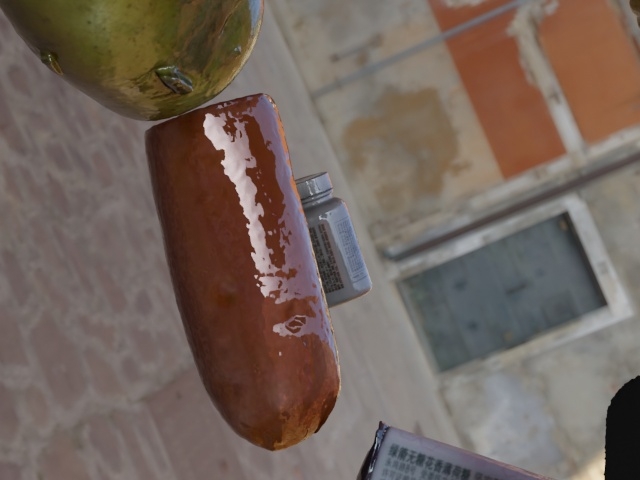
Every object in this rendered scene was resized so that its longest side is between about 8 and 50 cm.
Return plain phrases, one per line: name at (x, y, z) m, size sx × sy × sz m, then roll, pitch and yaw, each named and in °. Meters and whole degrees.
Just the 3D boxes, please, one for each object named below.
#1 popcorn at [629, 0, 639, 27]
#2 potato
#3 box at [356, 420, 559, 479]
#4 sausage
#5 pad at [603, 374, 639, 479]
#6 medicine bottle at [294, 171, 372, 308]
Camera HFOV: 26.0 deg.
popcorn at (0.329, -0.209, 0.960) m, size 0.332 × 0.265 × 0.225 m, roll 107°, pitch -20°, yaw -76°
potato at (-0.123, -0.177, 0.847) m, size 0.228 × 0.148 × 0.197 m, roll 62°, pitch 33°, yaw -35°
box at (0.214, 0.284, 1.358) m, size 0.190 × 0.369 × 0.112 m, roll 53°, pitch 54°, yaw -76°
sausage at (-0.055, 0.027, 1.031) m, size 0.113 × 0.113 × 0.259 m, roll -31°, pitch 109°, yaw -81°
pad at (0.399, 0.260, 1.024) m, size 0.063 × 0.375 × 0.315 m, roll 25°, pitch 69°, yaw -70°
medicine bottle at (0.000, 0.000, 1.514) m, size 0.079 × 0.079 × 0.140 m, roll -61°, pitch 134°, yaw -79°
